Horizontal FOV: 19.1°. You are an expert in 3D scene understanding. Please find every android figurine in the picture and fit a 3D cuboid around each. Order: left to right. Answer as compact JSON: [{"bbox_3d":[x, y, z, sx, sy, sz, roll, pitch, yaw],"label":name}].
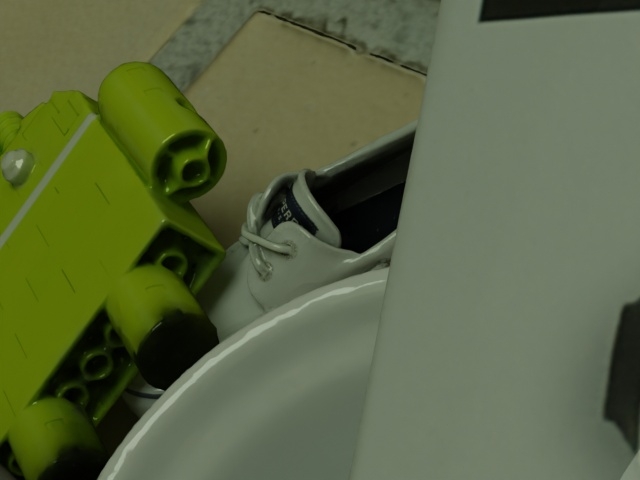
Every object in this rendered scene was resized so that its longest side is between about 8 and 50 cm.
[{"bbox_3d":[-0.142,0.021,0.991,0.248,0.056,0.273,-52,37,11],"label":"android figurine"}]

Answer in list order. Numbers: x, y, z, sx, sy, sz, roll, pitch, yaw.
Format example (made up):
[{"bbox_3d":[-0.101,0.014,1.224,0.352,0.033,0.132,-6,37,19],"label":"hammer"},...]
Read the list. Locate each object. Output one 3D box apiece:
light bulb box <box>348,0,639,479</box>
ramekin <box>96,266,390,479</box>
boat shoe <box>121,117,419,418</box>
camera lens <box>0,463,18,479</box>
[{"bbox_3d":[0.222,0.021,0.392,0.361,0.225,0.358,-1,65,27],"label":"light bulb box"},{"bbox_3d":[0.042,0.156,0.755,0.277,0.135,0.277,-16,46,18],"label":"ramekin"},{"bbox_3d":[0.000,0.000,0.950,0.258,0.084,0.095,-31,44,3],"label":"boat shoe"},{"bbox_3d":[-0.214,0.169,0.794,0.219,0.274,0.219,-16,47,18],"label":"camera lens"}]
